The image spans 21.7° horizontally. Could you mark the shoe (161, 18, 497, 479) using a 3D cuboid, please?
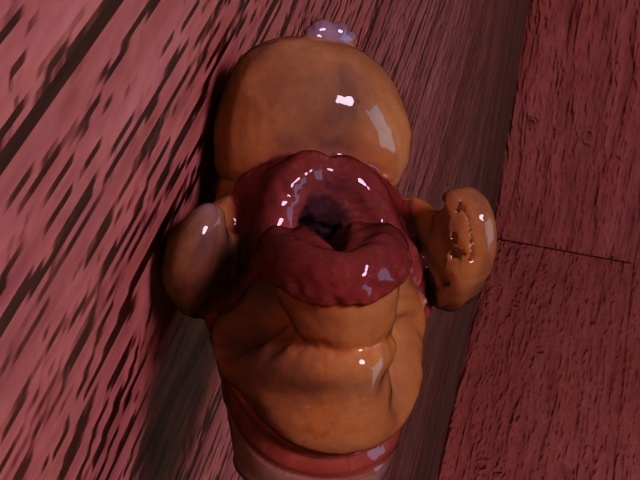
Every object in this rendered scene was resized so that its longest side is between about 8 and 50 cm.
[{"bbox_3d":[0.003,0.002,0.377,0.109,0.072,0.069,-71,174,-49],"label":"shoe"}]
